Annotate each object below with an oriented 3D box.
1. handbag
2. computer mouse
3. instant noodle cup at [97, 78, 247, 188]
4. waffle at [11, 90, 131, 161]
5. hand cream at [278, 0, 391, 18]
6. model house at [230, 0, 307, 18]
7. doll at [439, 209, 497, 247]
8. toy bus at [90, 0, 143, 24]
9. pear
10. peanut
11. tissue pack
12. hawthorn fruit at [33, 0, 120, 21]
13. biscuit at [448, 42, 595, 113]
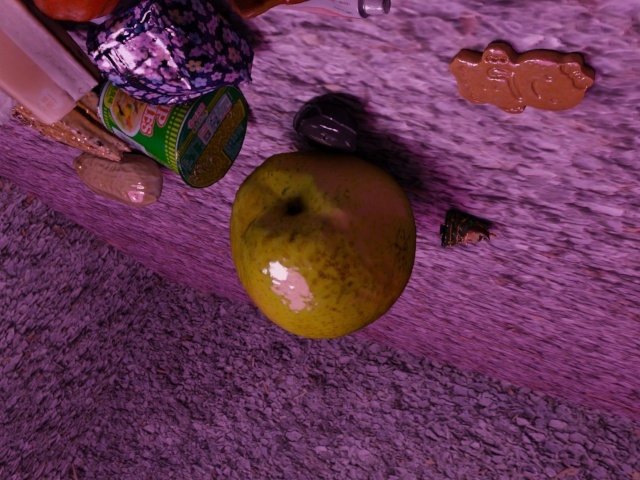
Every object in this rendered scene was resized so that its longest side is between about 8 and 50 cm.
[{"bbox_3d":[-0.232,-0.291,1.021,0.208,0.126,0.229,-8,163,29],"label":"handbag"},{"bbox_3d":[0.012,-0.201,1.151,0.106,0.062,0.192,26,175,-17],"label":"computer mouse"},{"bbox_3d":[-0.291,-0.231,1.264,0.233,0.207,0.207,24,165,22],"label":"instant noodle cup"},{"bbox_3d":[-0.608,-0.308,1.515,0.376,0.114,0.261,18,168,42],"label":"waffle"},{"bbox_3d":[-0.003,-0.317,0.866,0.216,0.038,0.052,20,140,31],"label":"hand cream"},{"bbox_3d":[-0.062,-0.342,0.666,0.219,0.199,0.229,62,-169,1],"label":"model house"},{"bbox_3d":[0.297,-0.030,1.339,0.113,0.076,0.078,-9,-176,8],"label":"doll"},{"bbox_3d":[-0.373,-0.395,1.041,0.191,0.075,0.064,23,163,5],"label":"toy bus"},{"bbox_3d":[0.000,0.000,1.243,0.391,0.391,0.391,22,164,7],"label":"pear"},{"bbox_3d":[-0.564,-0.184,1.854,0.313,0.152,0.152,15,161,27],"label":"peanut"},{"bbox_3d":[-0.575,-0.347,1.121,0.239,0.238,0.305,15,161,26],"label":"tissue pack"},{"bbox_3d":[-0.322,-0.383,0.885,0.157,0.157,0.194,35,153,-34],"label":"hawthorn fruit"},{"bbox_3d":[0.258,-0.205,0.863,0.184,0.027,0.133,17,161,21],"label":"biscuit"}]
